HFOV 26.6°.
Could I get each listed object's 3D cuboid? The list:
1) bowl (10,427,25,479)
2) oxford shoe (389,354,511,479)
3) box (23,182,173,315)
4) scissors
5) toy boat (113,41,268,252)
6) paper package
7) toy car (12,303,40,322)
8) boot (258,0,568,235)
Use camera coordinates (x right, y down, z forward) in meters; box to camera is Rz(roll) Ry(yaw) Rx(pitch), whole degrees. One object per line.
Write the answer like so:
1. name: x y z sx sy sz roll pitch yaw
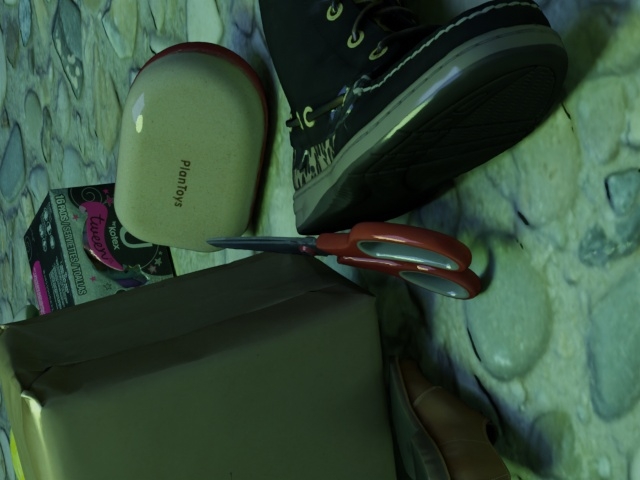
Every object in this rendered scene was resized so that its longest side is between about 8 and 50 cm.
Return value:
1. bowl: -0.153 0.219 1.361 0.156 0.289 0.290 -140 48 -58
2. oxford shoe: 0.100 0.154 1.099 0.212 0.076 0.076 -116 15 -64
3. box: -0.273 0.068 1.738 0.163 0.142 0.247 -43 60 57
4. scissors: 0.000 0.000 1.113 0.297 0.109 0.021 12 72 33
5. toy boat: -0.133 -0.110 1.446 0.151 0.151 0.231 -84 6 -54
6. paper package: -0.097 0.201 1.189 0.168 0.309 0.325 -141 40 -59
7. toy car: -0.339 0.156 1.924 0.136 0.159 0.182 42 -149 -73
8. boot: 0.041 -0.179 1.050 0.377 0.138 0.284 136 122 -69
